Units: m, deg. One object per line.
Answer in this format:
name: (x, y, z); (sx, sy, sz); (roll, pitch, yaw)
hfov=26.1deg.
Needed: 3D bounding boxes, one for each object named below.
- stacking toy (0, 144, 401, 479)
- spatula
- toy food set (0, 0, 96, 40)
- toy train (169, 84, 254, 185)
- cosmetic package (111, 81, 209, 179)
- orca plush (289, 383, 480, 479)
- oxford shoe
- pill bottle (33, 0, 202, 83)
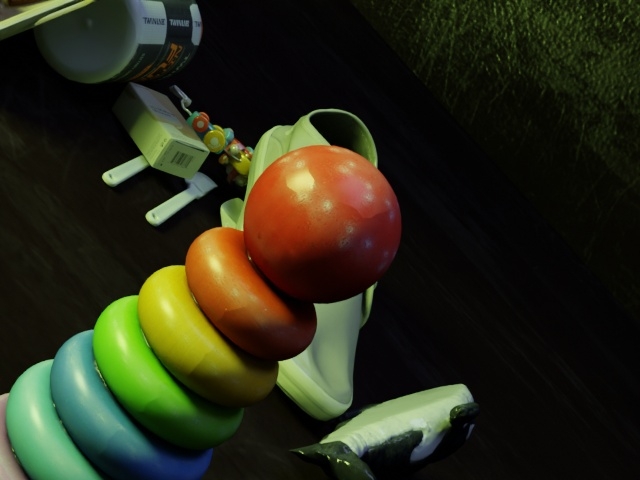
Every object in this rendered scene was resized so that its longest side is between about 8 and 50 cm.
stacking toy: (-0.079, 0.075, 0.811); (0.141, 0.330, 0.141); (43, 17, -17)
spatula: (-0.143, -0.044, 1.483); (0.168, 0.019, 0.242); (47, 16, -3)
toy food set: (-0.331, -0.334, 1.350); (0.219, 0.092, 0.306); (-31, 76, -33)
toy train: (-0.123, -0.110, 1.621); (0.166, 0.046, 0.125); (37, 7, -49)
cosmetic package: (-0.175, -0.120, 1.504); (0.060, 0.041, 0.115); (17, 26, -46)
orca plush: (0.080, 0.213, 1.310); (0.287, 0.151, 0.102); (-13, 93, -75)
oxford shoe: (0.000, 0.000, 1.459); (0.169, 0.130, 0.449); (47, 25, -29)
pill bottle: (-0.215, -0.244, 1.567); (0.130, 0.130, 0.245); (49, 17, 5)
